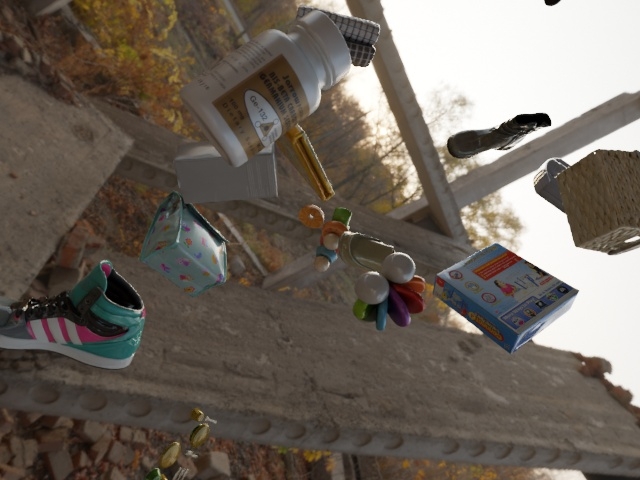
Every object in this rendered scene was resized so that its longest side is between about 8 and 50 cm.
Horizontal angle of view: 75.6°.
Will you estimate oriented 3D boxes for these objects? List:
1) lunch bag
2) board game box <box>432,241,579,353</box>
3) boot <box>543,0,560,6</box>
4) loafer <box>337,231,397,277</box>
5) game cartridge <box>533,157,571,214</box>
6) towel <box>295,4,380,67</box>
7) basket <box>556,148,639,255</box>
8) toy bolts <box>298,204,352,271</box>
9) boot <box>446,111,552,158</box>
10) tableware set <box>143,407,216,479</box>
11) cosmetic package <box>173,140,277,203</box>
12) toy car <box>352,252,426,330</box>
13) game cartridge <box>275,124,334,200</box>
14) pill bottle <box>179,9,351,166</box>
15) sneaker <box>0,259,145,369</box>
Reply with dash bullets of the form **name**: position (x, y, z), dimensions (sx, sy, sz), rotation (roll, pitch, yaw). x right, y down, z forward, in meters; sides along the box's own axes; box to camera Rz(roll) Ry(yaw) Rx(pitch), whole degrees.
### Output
- **lunch bag**: position (-0.395, -0.001, 1.246), dimensions (0.223, 0.160, 0.262), rotation (52, 21, -41)
- **board game box**: position (0.574, 0.163, 1.299), dimensions (0.302, 0.308, 0.086), rotation (41, -36, 43)
- **boot**: position (0.517, -0.555, 0.884), dimensions (0.099, 0.045, 0.121), rotation (-16, 122, -58)
- **loafer**: position (0.158, 0.042, 1.163), dimensions (0.268, 0.092, 0.102), rotation (25, 65, -39)
- **game cartridge**: position (0.663, -0.131, 1.088), dimensions (0.198, 0.062, 0.297), rotation (37, 36, 16)
- **towel**: position (0.038, -0.587, 1.201), dimensions (0.284, 0.234, 0.122), rotation (-89, -168, -65)
- **basket**: position (0.513, -0.069, 0.738), dimensions (0.113, 0.103, 0.167), rotation (123, -30, -64)
- **toy bolts**: position (0.000, 0.000, 1.524), dimensions (0.229, 0.218, 0.159), rotation (91, 20, -46)
- **boot**: position (0.482, -0.298, 1.121), dimensions (0.161, 0.246, 0.084), rotation (141, -63, -73)
- **tableware set**: position (-0.270, 0.400, 0.790), dimensions (0.024, 0.154, 0.104), rotation (17, -27, 30)
- **cosmetic package**: position (-0.228, -0.173, 1.022), dimensions (0.107, 0.237, 0.127), rotation (-97, -173, -51)
- **toy car**: position (0.162, 0.131, 0.932), dimensions (0.136, 0.182, 0.159), rotation (46, -24, 28)
- **game cartridge**: position (-0.095, -0.302, 1.284), dimensions (0.324, 0.052, 0.285), rotation (50, -5, 37)
- **pill bottle**: position (-0.073, -0.223, 0.600), dimensions (0.131, 0.229, 0.131), rotation (50, -8, 10)
- **sneaker**: position (-0.440, 0.107, 0.716), dimensions (0.295, 0.179, 0.124), rotation (26, 10, -32)
